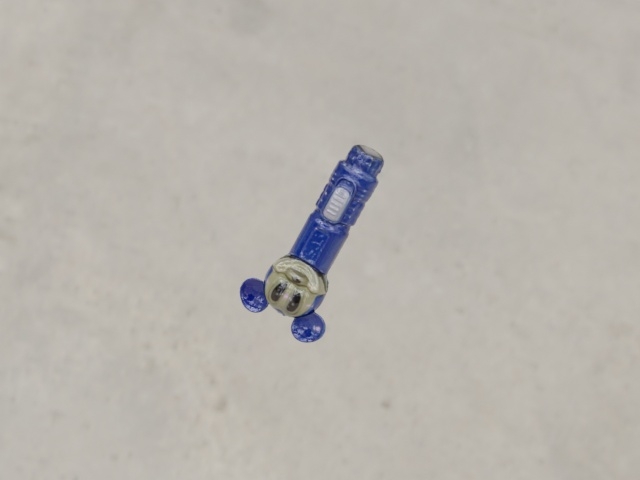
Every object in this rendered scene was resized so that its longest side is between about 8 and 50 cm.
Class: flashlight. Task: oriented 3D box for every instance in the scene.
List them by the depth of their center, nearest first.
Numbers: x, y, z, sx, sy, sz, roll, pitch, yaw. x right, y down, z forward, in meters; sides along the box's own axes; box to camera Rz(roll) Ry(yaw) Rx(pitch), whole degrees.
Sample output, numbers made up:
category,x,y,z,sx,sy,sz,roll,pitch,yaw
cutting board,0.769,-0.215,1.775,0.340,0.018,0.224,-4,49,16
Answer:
category,x,y,z,sx,sy,sz,roll,pitch,yaw
flashlight,0.000,0.000,1.141,0.057,0.121,0.035,31,14,7
